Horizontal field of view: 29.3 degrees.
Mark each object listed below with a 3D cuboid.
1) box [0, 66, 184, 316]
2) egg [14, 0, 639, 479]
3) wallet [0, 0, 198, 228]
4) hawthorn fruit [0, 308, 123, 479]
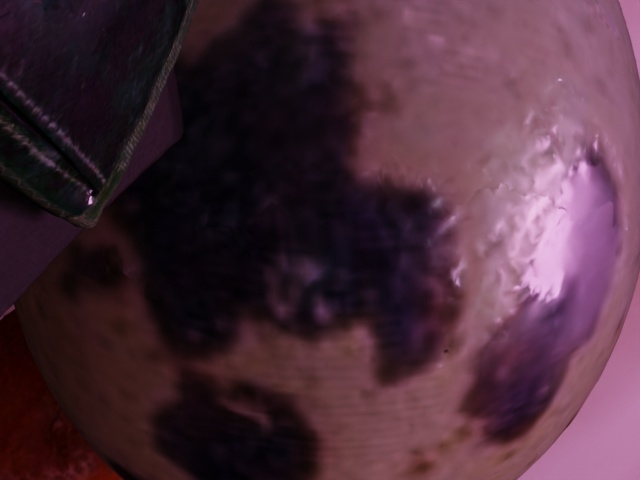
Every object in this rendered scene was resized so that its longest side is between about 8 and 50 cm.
[{"bbox_3d":[-0.205,-0.152,0.382,0.204,0.251,0.345,-57,151,-55],"label":"box"},{"bbox_3d":[0.005,-0.046,0.666,0.345,0.345,0.428,-9,109,-73],"label":"egg"},{"bbox_3d":[-0.076,-0.108,0.314,0.236,0.055,0.160,53,53,-68],"label":"wallet"},{"bbox_3d":[-0.158,0.124,0.834,0.173,0.173,0.179,-30,120,-69],"label":"hawthorn fruit"}]
